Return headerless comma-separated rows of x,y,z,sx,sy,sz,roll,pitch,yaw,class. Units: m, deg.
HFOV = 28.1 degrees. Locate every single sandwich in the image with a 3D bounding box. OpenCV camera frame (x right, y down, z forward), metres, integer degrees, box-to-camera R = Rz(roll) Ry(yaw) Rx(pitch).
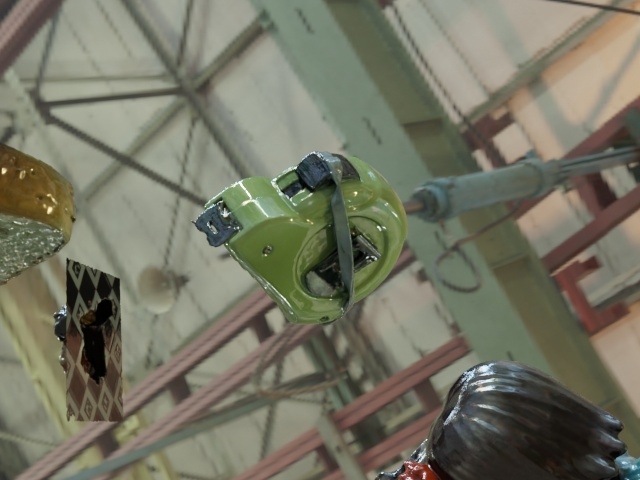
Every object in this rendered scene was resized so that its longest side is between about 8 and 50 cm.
-0.396,-0.039,1.322,0.226,0.251,0.087,-28,-131,45,sandwich

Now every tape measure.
0.000,0.000,1.252,0.175,0.200,0.106,-36,-136,0,tape measure

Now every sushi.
-0.192,0.085,1.024,0.026,0.120,0.126,-5,-101,11,sushi

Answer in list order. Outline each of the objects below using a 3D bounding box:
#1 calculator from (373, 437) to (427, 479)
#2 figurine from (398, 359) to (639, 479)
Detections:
0.077,0.216,1.154,0.028,0.166,0.274,43,-34,13,calculator
0.184,0.174,0.897,0.246,0.138,0.110,21,-37,18,figurine
